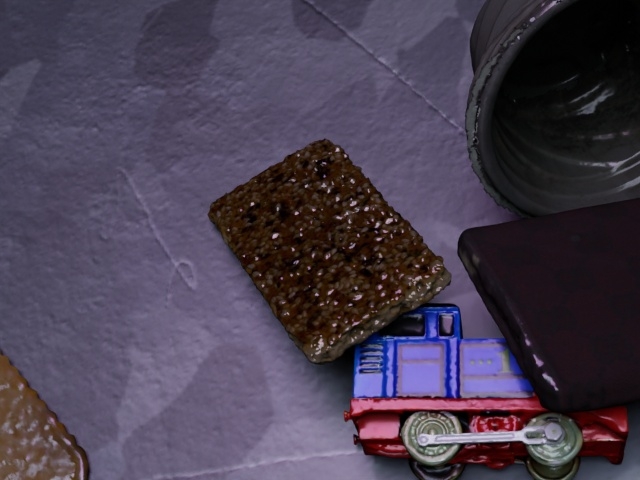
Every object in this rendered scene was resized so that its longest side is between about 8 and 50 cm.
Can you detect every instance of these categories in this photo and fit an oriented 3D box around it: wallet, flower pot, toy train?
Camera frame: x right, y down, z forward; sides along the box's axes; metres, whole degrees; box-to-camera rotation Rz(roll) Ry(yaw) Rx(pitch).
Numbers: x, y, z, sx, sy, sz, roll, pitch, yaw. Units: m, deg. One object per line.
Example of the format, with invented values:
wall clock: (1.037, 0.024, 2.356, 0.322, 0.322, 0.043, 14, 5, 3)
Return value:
wallet: (0.230, 0.043, 0.978, 0.229, 0.049, 0.182, -7, 50, -21)
flower pot: (0.205, -0.139, 1.042, 0.235, 0.235, 0.140, -22, 42, -2)
toy train: (0.123, 0.114, 0.993, 0.204, 0.083, 0.131, -1, 63, 8)

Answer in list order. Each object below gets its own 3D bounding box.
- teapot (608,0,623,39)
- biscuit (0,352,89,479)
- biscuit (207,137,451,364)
teapot: (0.291, -0.243, 1.138, 0.177, 0.087, 0.096, -18, 39, 0)
biscuit: (-0.332, 0.184, 1.071, 0.232, 0.013, 0.237, -40, 65, -11)
biscuit: (0.000, 0.000, 1.048, 0.131, 0.025, 0.231, -33, 40, -6)
